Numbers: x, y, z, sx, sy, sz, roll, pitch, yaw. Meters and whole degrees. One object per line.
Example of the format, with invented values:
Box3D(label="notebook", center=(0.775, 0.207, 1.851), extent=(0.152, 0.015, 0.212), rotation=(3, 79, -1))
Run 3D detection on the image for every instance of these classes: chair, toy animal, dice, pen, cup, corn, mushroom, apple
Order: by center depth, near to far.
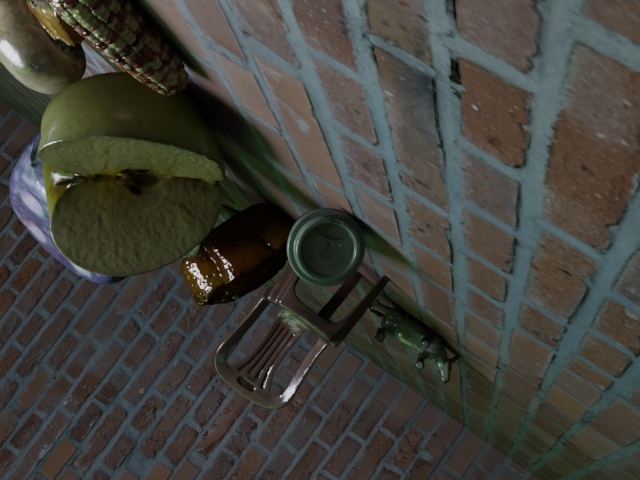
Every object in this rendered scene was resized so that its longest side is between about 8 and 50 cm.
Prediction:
Box3D(label="corn", center=(-0.246, -0.258, 1.097), extent=(0.079, 0.079, 0.237), rotation=(30, 172, 38))
Box3D(label="apple", center=(-0.284, -0.115, 1.348), extent=(0.233, 0.258, 0.295), rotation=(-114, 22, -45))
Box3D(label="mushroom", center=(-0.429, -0.307, 1.386), extent=(0.166, 0.127, 0.166), rotation=(53, -174, -9))
Box3D(label="cup", center=(0.000, 0.000, 1.393), extent=(0.120, 0.120, 0.141), rotation=(39, -177, -17))
Box3D(label="chair", center=(-0.049, 0.156, 1.662), extent=(0.176, 0.326, 0.183), rotation=(36, 172, -5))
Box3D(label="dice", center=(-0.432, -0.098, 1.794), extent=(0.270, 0.270, 0.271), rotation=(37, 151, 5))
Box3D(label="toy animal", center=(0.188, 0.198, 1.814), extent=(0.217, 0.073, 0.176), rotation=(39, -173, 11))
Box3D(label="pen", center=(-0.233, -0.070, 2.168), extent=(0.026, 0.026, 0.218), rotation=(43, 169, -35))

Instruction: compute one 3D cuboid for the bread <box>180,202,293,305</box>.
Box3D(label="bread", center=(-0.158, 0.038, 1.760), extent=(0.135, 0.247, 0.232), rotation=(51, 164, 8))

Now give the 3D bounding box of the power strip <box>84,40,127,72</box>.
Box3D(label="power strip", center=(-0.320, -0.290, 1.343), extent=(0.049, 0.028, 0.178), rotation=(27, 167, 48))

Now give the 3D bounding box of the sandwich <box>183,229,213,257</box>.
Box3D(label="sandwich", center=(-0.303, -0.084, 1.557), extent=(0.087, 0.226, 0.251), rotation=(-98, 8, -55))

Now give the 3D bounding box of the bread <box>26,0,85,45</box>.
Box3D(label="bread", center=(-0.325, -0.303, 1.165), extent=(0.083, 0.076, 0.070), rotation=(30, 158, 36))
